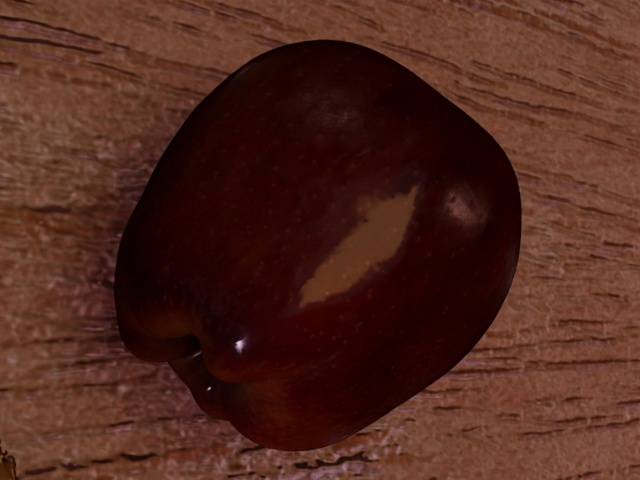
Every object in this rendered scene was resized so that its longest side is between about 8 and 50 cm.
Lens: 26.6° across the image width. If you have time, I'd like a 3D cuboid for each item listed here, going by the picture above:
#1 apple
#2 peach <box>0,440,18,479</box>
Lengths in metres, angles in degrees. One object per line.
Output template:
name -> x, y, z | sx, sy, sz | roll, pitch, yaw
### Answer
apple -> 0.000, 0.000, 1.053 | 0.317, 0.288, 0.288 | -45, 107, -25
peach -> -0.264, 0.172, 0.945 | 0.098, 0.061, 0.098 | 26, 50, -35
